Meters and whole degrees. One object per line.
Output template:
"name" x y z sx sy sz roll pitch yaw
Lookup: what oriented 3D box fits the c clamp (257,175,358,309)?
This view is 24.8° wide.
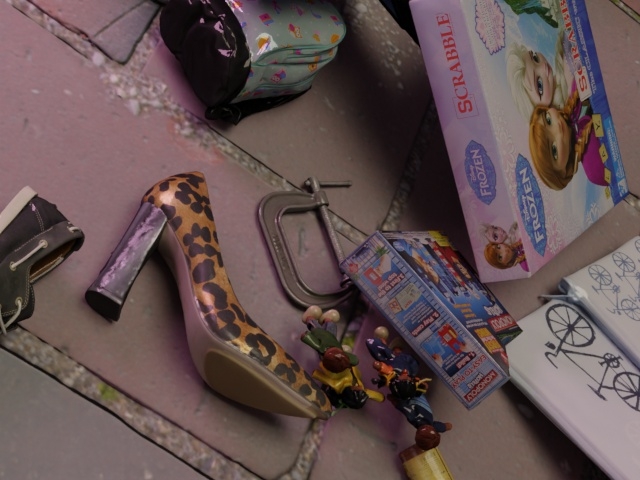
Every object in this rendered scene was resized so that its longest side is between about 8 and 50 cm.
"c clamp" 0.000 0.000 1.538 0.137 0.022 0.160 3 61 -36

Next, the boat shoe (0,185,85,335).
"boat shoe" -0.284 0.046 1.258 0.079 0.084 0.233 40 44 -8

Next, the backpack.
"backpack" -0.063 -0.212 1.560 0.182 0.115 0.152 -9 66 -43

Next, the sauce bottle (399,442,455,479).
"sauce bottle" 0.122 0.261 1.452 0.042 0.042 0.128 -14 71 -41

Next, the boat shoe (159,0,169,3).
"boat shoe" -0.235 -0.384 1.547 0.320 0.103 0.118 41 47 -9

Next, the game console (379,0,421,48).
"game console" -0.026 -0.327 1.617 0.173 0.250 0.293 -32 56 -2

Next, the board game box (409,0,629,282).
"board game box" 0.236 -0.153 1.656 0.318 0.066 0.318 -33 110 -53

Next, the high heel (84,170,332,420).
"high heel" -0.073 0.048 1.400 0.261 0.093 0.186 32 54 -4

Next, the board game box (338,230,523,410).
"board game box" 0.133 0.080 1.521 0.194 0.060 0.194 54 20 16

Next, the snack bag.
"snack bag" 0.379 0.155 1.641 0.343 0.037 0.323 -24 60 -40

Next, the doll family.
"doll family" 0.056 0.140 1.439 0.193 0.076 0.111 17 21 -21
